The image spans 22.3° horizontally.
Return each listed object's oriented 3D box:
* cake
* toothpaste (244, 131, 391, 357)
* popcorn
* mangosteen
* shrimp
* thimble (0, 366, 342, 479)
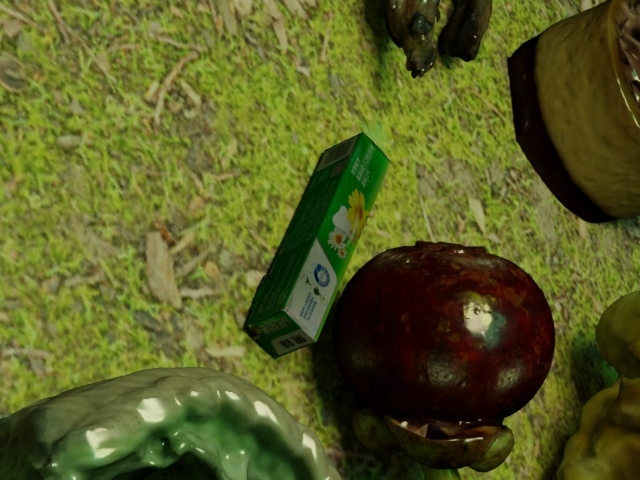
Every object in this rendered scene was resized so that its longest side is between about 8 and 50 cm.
[{"bbox_3d":[0.285,-0.124,1.367,0.208,0.178,0.185,-22,89,-46],"label":"cake"},{"bbox_3d":[0.000,0.000,1.103,0.037,0.043,0.178,46,44,-24],"label":"toothpaste"},{"bbox_3d":[0.284,0.191,1.214,0.286,0.174,0.225,55,49,-10],"label":"popcorn"},{"bbox_3d":[0.071,0.088,1.084,0.146,0.181,0.156,28,15,20],"label":"mangosteen"},{"bbox_3d":[0.092,-0.207,1.296,0.145,0.059,0.254,32,45,-45],"label":"shrimp"},{"bbox_3d":[-0.091,0.168,0.834,0.219,0.150,0.219,17,61,-35],"label":"thimble"}]
